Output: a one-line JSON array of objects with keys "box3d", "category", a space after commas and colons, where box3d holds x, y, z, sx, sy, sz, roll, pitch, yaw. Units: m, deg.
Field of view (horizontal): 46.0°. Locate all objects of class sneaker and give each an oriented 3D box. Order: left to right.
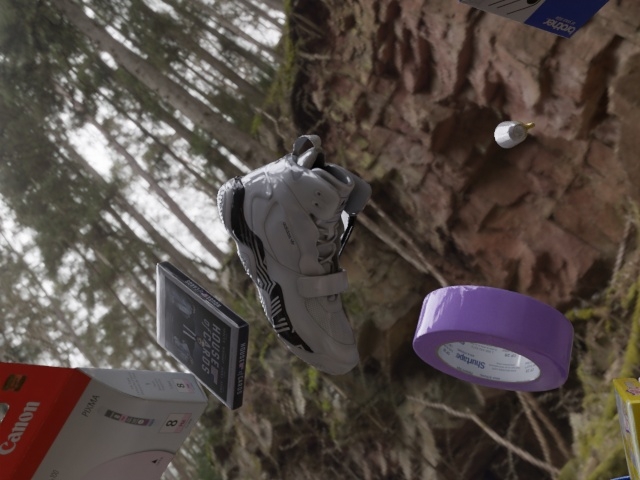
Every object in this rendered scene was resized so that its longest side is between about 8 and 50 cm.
[{"box3d": [-0.002, 0.019, 1.177, 0.210, 0.365, 0.137, -35, -10, 29], "category": "sneaker"}]

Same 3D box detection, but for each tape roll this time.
[{"box3d": [0.311, 0.182, 1.365, 0.274, 0.275, 0.090, 60, -139, -55], "category": "tape roll"}]

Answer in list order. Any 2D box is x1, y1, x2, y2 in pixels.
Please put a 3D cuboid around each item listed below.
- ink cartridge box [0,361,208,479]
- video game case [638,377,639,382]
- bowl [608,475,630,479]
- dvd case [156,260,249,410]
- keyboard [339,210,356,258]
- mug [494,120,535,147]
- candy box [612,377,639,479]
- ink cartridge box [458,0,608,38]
[{"box3d": [-0.263, 0.222, 0.816, 0.232, 0.066, 0.189, 12, -61, -48], "category": "ink cartridge box"}, {"box3d": [0.662, 0.307, 1.310, 0.201, 0.023, 0.183, -9, -68, 9], "category": "video game case"}, {"box3d": [0.556, 0.575, 1.362, 0.391, 0.391, 0.077, -31, -80, -25], "category": "bowl"}, {"box3d": [-0.214, 0.164, 1.330, 0.030, 0.239, 0.179, -19, -52, -39], "category": "dvd case"}, {"box3d": [0.000, 0.000, 1.375, 0.033, 0.201, 0.317, 3, -42, -20], "category": "keyboard"}, {"box3d": [0.445, -0.252, 1.725, 0.078, 0.062, 0.064, -56, 10, -7], "category": "mug"}, {"box3d": [0.274, 0.177, 0.640, 0.206, 0.027, 0.105, 16, -112, -71], "category": "candy box"}, {"box3d": [0.280, -0.333, 0.980, 0.207, 0.046, 0.097, 6, -33, -32], "category": "ink cartridge box"}]
